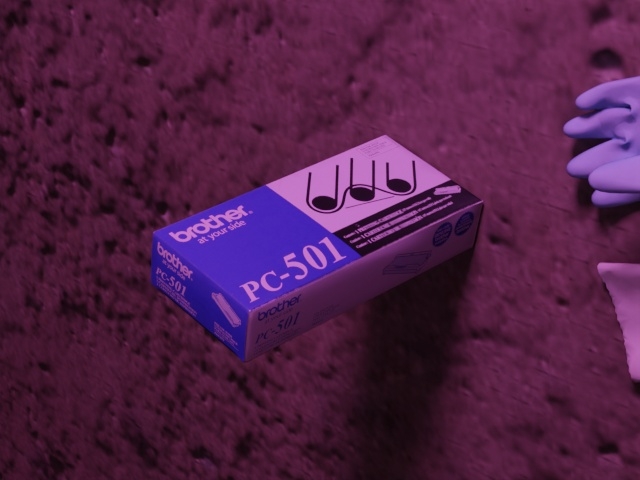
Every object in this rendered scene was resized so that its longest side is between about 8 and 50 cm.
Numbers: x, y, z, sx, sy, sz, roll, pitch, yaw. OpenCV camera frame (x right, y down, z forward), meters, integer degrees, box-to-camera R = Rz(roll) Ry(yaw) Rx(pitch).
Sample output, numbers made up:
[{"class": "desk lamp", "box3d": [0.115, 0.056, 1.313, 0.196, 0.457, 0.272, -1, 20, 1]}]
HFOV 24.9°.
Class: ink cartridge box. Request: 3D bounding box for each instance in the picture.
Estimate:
[{"class": "ink cartridge box", "box3d": [0.000, 0.000, 0.952, 0.097, 0.207, 0.046, 37, 136, 33]}]

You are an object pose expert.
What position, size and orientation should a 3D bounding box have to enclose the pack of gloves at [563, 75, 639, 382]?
[{"class": "pack of gloves", "box3d": [0.227, 0.000, 0.807, 0.232, 0.046, 0.195, -4, 106, 53]}]
